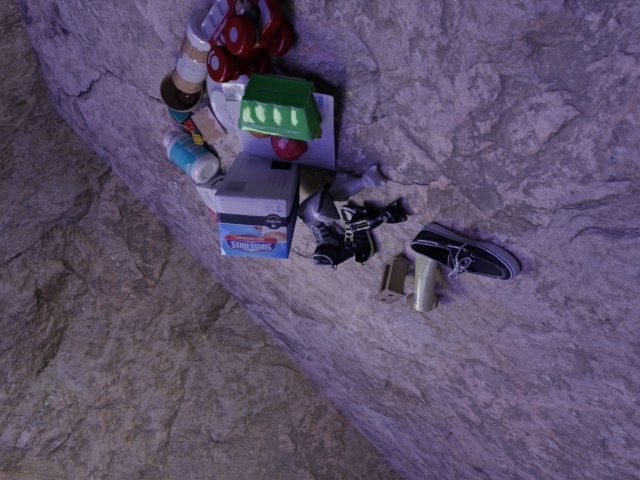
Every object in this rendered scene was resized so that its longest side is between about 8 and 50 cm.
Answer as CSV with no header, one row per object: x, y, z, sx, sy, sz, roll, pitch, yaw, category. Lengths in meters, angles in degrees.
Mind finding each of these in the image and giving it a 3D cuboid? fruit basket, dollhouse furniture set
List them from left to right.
-0.111,-0.352,1.537,0.327,0.165,0.353,10,160,9,fruit basket
0.301,0.158,1.720,0.184,0.129,0.129,20,156,-10,dollhouse furniture set

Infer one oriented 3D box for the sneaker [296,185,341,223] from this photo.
-0.013,-0.096,1.631,0.111,0.129,0.297,59,-176,-8,sneaker

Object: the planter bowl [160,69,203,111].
-0.528,-0.572,1.941,0.162,0.162,0.109,49,-179,-2,planter bowl

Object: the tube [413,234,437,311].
0.334,0.107,1.578,0.070,0.062,0.240,1,107,6,tube

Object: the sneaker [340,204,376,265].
0.123,-0.013,1.744,0.084,0.097,0.234,7,132,53,sneaker

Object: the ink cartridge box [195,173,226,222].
-0.410,-0.176,2.294,0.306,0.131,0.226,15,138,46,ink cartridge box

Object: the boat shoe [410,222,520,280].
0.396,0.048,1.401,0.306,0.105,0.113,30,146,30,boat shoe

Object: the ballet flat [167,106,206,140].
-0.571,-0.509,2.157,0.232,0.080,0.073,43,165,13,ballet flat

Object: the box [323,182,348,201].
0.053,-0.168,1.731,0.083,0.018,0.067,6,132,54,box

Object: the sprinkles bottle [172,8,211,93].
-0.423,-0.636,1.708,0.121,0.121,0.355,52,153,-7,sprinkles bottle

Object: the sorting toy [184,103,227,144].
-0.447,-0.473,2.024,0.274,0.046,0.132,-14,116,46,sorting toy

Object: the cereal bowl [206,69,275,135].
-0.268,-0.467,1.682,0.339,0.141,0.339,35,150,24,cereal bowl

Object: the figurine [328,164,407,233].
0.152,-0.132,1.573,0.209,0.092,0.215,-11,117,51,figurine

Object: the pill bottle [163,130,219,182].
-0.597,-0.390,2.271,0.264,0.146,0.146,40,152,16,pill bottle

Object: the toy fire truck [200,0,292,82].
-0.230,-0.605,1.409,0.302,0.169,0.254,-33,79,48,toy fire truck

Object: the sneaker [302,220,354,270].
0.000,0.000,1.885,0.268,0.153,0.101,39,152,19,sneaker

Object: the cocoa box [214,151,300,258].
-0.197,-0.127,1.686,0.231,0.347,0.228,4,123,2,cocoa box
